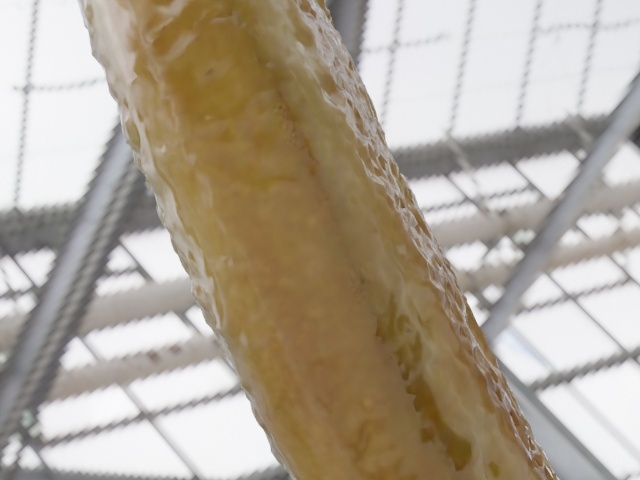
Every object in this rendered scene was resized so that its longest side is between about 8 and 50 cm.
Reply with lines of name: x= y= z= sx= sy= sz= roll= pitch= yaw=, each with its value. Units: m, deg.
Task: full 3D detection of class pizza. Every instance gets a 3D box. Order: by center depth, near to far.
pizza: x=-0.002 y=-0.003 z=0.431 sx=0.056 sy=0.271 sz=0.134 roll=-27 pitch=10 yaw=3
